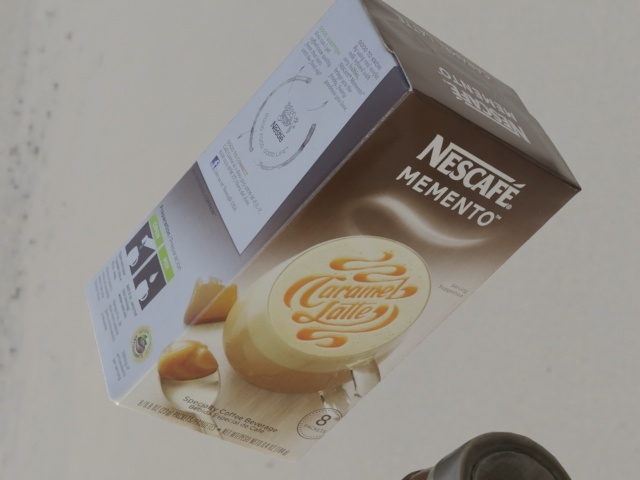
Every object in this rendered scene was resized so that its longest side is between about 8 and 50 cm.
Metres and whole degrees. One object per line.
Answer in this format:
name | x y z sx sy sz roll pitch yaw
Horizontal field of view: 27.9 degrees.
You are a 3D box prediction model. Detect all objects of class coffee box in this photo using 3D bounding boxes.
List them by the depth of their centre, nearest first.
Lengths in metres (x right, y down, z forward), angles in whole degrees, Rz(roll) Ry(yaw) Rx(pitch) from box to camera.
coffee box | 0.000 0.000 0.725 0.246 0.141 0.098 -47 41 23

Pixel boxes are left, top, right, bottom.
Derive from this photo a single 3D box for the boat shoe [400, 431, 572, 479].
boat shoe | 0.086 0.241 0.543 0.104 0.111 0.307 -42 43 42
